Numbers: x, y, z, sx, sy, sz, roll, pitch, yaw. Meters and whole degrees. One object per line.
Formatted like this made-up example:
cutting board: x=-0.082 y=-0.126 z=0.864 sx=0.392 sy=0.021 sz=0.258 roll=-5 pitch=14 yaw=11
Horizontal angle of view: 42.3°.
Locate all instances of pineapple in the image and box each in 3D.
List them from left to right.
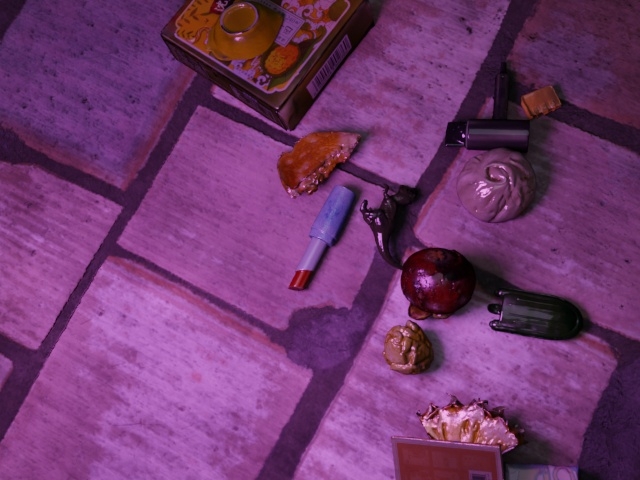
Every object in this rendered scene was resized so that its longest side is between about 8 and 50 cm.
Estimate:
pineapple: x=0.319 y=0.430 z=1.777 sx=0.237 sy=0.114 sz=0.186 roll=6 pitch=75 yaw=23

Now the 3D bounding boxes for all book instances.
book: x=0.267 y=0.497 z=1.727 sx=0.242 sy=0.018 sz=0.170 roll=-2 pitch=99 yaw=30

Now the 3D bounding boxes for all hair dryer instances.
hair dryer: x=0.409 y=-0.327 z=1.999 sx=0.196 sy=0.078 sz=0.248 roll=4 pitch=65 yaw=13

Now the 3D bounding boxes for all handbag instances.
handbag: x=0.530 y=-0.332 z=1.989 sx=0.083 sy=0.027 sz=0.061 roll=-21 pitch=70 yaw=3

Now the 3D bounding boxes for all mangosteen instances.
mangosteen: x=0.262 y=0.102 z=1.848 sx=0.166 sy=0.180 sz=0.166 roll=-2 pitch=46 yaw=2

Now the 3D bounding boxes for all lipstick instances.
lipstick: x=0.000 y=0.000 z=1.975 sx=0.068 sy=0.061 sz=0.274 roll=24 pitch=79 yaw=14

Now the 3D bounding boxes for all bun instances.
bun: x=0.406 y=-0.128 z=1.904 sx=0.183 sy=0.102 sz=0.183 roll=-1 pitch=86 yaw=13

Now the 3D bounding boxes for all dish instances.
dish: x=-0.195 y=-0.521 z=2.012 sx=0.208 sy=0.080 sz=0.148 roll=-23 pitch=71 yaw=1

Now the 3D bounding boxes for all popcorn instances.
popcorn: x=0.193 y=0.244 z=1.852 sx=0.106 sy=0.121 sz=0.116 roll=-34 pitch=36 yaw=38

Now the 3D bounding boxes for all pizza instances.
pizza: x=-0.009 y=-0.198 z=2.037 sx=0.226 sy=0.069 sz=0.147 roll=-43 pitch=50 yaw=-7

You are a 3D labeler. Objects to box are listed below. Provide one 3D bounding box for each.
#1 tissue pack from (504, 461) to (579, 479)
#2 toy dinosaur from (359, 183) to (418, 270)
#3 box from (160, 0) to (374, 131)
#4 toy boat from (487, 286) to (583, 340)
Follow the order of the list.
tissue pack: x=0.461 y=0.527 z=1.732 sx=0.155 sy=0.065 sz=0.115 roll=1 pitch=76 yaw=10
toy dinosaur: x=0.185 y=-0.044 z=1.940 sx=0.179 sy=0.087 sz=0.187 roll=37 pitch=85 yaw=20
box: x=-0.135 y=-0.541 z=2.121 sx=0.420 sy=0.138 sz=0.373 roll=35 pitch=83 yaw=17
toy boat: x=0.477 y=0.166 z=1.842 sx=0.210 sy=0.052 sz=0.104 roll=8 pitch=73 yaw=12
